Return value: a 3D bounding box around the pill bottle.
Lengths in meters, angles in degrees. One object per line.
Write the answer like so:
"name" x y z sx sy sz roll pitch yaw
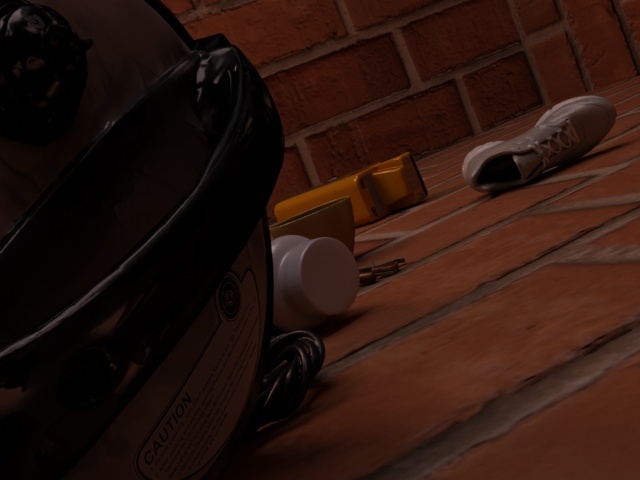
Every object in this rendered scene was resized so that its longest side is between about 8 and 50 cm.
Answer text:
"pill bottle" -0.045 0.052 0.932 0.108 0.108 0.180 -27 8 -40

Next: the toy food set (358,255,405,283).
"toy food set" 0.048 0.048 1.072 0.122 0.019 0.078 -14 7 9

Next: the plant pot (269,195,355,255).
"plant pot" 0.000 0.000 1.302 0.134 0.095 0.134 -22 5 2

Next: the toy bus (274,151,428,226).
"toy bus" 0.061 -0.085 1.800 0.333 0.108 0.130 -16 8 46

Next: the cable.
"cable" -0.080 0.132 0.681 0.184 0.047 0.150 -29 15 -20

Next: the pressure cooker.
"pressure cooker" -0.226 0.017 0.517 0.420 0.369 0.375 -10 -14 28

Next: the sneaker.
"sneaker" 0.354 -0.141 1.361 0.262 0.099 0.121 -29 11 17
